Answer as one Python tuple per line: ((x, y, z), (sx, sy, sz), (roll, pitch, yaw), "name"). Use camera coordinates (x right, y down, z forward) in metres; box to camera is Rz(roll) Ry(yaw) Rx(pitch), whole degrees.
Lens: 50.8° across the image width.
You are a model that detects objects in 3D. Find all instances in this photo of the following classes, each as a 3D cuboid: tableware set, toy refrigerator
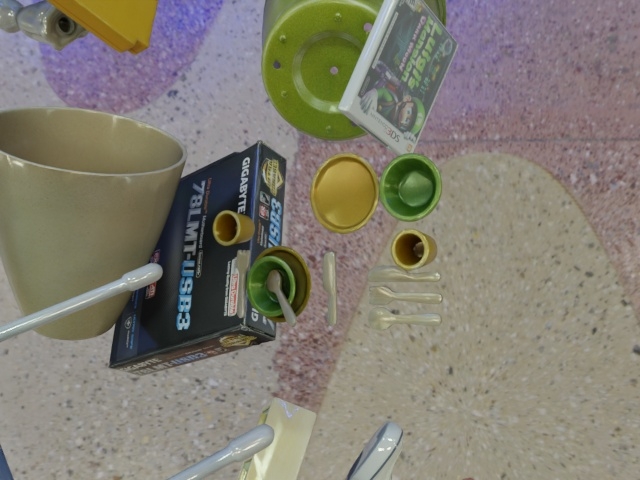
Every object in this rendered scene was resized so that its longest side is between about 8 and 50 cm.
((0.000, 0.000, 0.397), (0.154, 0.024, 0.104), (-1, 89, 33), "tableware set")
((-0.101, 0.419, 1.166), (0.094, 0.102, 0.270), (24, 63, -7), "toy refrigerator")

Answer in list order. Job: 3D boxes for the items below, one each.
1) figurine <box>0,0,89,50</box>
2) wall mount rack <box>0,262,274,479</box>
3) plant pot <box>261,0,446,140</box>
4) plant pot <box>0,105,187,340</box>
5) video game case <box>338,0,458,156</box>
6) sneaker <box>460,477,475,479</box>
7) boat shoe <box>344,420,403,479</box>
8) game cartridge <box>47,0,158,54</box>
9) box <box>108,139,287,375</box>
((-0.522, -0.414, 1.116), (0.209, 0.215, 0.092), (19, 70, 30), "figurine")
((-0.224, 0.175, 0.545), (0.304, 0.130, 0.350), (-46, 57, 4), "wall mount rack")
((0.042, -0.351, 1.207), (0.366, 0.367, 0.353), (-3, 31, 11), "plant pot")
((-0.331, -0.012, 0.918), (0.256, 0.256, 0.274), (22, 114, 17), "plant pot")
((0.113, -0.228, 0.925), (0.022, 0.173, 0.190), (21, 87, 39), "video game case")
((0.119, 0.288, 0.581), (0.128, 0.221, 0.087), (-36, 85, -7), "sneaker")
((0.030, 0.148, 0.391), (0.035, 0.035, 0.100), (28, 112, 7), "boat shoe")
((-0.358, -0.479, 1.023), (0.052, 0.285, 0.324), (-13, 61, 32), "game cartridge")
((-0.184, 0.032, 1.007), (0.293, 0.073, 0.296), (-20, 56, 36), "box")
